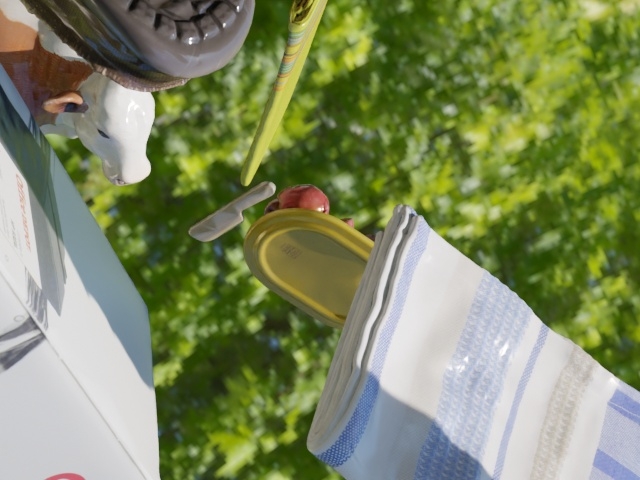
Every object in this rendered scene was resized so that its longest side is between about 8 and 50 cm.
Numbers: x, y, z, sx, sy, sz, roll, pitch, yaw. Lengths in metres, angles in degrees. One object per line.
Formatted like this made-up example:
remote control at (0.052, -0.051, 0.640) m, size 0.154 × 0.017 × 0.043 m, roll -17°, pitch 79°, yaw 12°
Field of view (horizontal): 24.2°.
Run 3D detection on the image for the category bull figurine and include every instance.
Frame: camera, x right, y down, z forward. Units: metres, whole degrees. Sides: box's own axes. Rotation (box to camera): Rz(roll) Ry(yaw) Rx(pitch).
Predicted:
bull figurine at (-0.251, -0.129, 1.038) m, size 0.188 × 0.310 × 0.101 m, roll -47°, pitch -171°, yaw 50°

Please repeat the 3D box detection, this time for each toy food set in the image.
toy food set at (0.000, 0.000, 1.433) m, size 0.128 × 0.218 × 0.071 m, roll -38°, pitch -155°, yaw 42°

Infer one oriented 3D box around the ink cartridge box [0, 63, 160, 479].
ink cartridge box at (-0.226, 0.006, 0.618) m, size 0.223 × 0.307 × 0.129 m, roll -17°, pitch -136°, yaw 8°

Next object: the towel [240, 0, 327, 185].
towel at (-0.028, -0.143, 1.209) m, size 0.021 × 0.237 × 0.102 m, roll 25°, pitch -121°, yaw 0°

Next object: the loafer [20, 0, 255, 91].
loafer at (-0.182, -0.211, 0.886) m, size 0.134 × 0.130 × 0.366 m, roll -28°, pitch -111°, yaw -41°

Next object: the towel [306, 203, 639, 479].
towel at (0.124, 0.129, 1.034) m, size 0.034 × 0.285 × 0.209 m, roll -27°, pitch -148°, yaw 47°
